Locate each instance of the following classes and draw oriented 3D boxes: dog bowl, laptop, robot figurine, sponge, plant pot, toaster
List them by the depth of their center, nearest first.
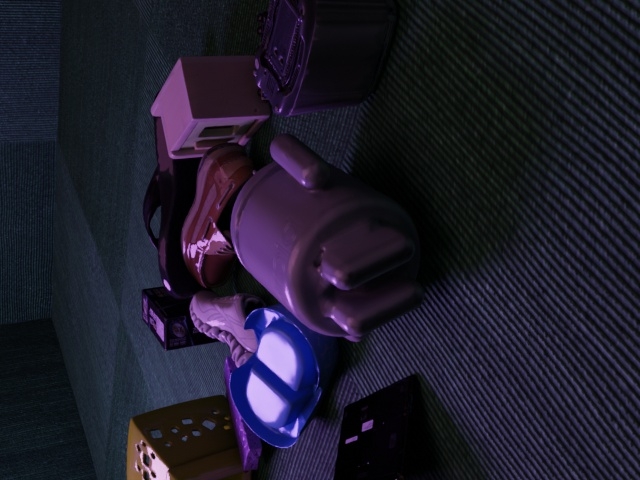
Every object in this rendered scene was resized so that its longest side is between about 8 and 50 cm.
[{"bbox_3d":[0.006,-0.278,1.157,0.129,0.147,0.227,59,145,38],"label":"toaster"},{"bbox_3d":[0.000,0.000,1.174,0.353,0.200,0.299,36,142,56],"label":"robot figurine"},{"bbox_3d":[0.120,0.360,1.233,0.234,0.137,0.264,137,147,-58],"label":"laptop"},{"bbox_3d":[-0.058,0.220,1.433,0.166,0.074,0.297,38,134,23],"label":"dog bowl"},{"bbox_3d":[-0.160,0.349,1.721,0.117,0.031,0.210,102,155,-53],"label":"sponge"},{"bbox_3d":[-0.269,0.496,1.812,0.207,0.227,0.228,39,130,47],"label":"plant pot"}]

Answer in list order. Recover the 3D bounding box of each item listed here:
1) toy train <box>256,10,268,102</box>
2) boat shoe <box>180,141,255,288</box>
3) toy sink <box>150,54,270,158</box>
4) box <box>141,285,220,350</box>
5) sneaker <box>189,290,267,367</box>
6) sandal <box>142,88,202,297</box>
[{"bbox_3d":[-0.093,-0.319,1.482,0.036,0.027,0.158,15,109,50],"label":"toy train"},{"bbox_3d":[-0.186,-0.028,1.633,0.120,0.123,0.324,46,138,35],"label":"boat shoe"},{"bbox_3d":[-0.212,-0.236,1.596,0.234,0.153,0.131,-33,67,60],"label":"toy sink"},{"bbox_3d":[-0.297,0.162,1.864,0.180,0.147,0.077,34,126,58],"label":"box"},{"bbox_3d":[-0.159,0.148,1.650,0.292,0.110,0.118,29,114,49],"label":"sneaker"},{"bbox_3d":[-0.301,-0.098,1.784,0.107,0.168,0.445,-8,80,33],"label":"sandal"}]
